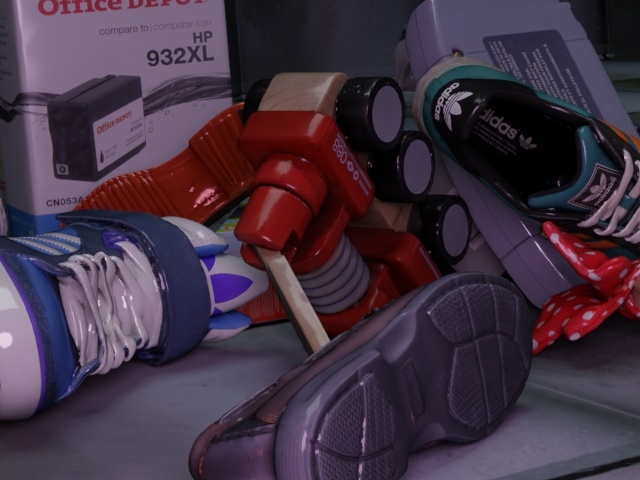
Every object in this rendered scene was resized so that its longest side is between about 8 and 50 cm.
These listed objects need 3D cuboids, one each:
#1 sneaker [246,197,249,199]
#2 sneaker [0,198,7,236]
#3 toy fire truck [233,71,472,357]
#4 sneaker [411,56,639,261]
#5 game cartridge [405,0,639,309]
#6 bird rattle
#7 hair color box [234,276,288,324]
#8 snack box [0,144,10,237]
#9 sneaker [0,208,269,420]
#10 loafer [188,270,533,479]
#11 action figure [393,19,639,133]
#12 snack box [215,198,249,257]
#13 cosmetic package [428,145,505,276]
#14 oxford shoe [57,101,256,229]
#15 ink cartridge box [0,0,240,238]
[{"bbox_3d":[0.011,-0.054,1.984,0.235,0.090,0.095,6,1,31],"label":"sneaker"},{"bbox_3d":[-0.454,0.031,1.433,0.366,0.137,0.210,-12,15,28],"label":"sneaker"},{"bbox_3d":[0.013,0.021,1.310,0.159,0.217,0.246,4,54,34],"label":"toy fire truck"},{"bbox_3d":[0.212,-0.041,1.356,0.302,0.108,0.121,25,12,-14],"label":"sneaker"},{"bbox_3d":[0.193,-0.083,1.506,0.198,0.297,0.062,-12,-20,-34],"label":"game cartridge"},{"bbox_3d":[0.289,0.043,1.287,0.254,0.143,0.207,-13,-10,39],"label":"bird rattle"},{"bbox_3d":[-0.050,0.044,1.497,0.141,0.043,0.072,-7,10,-24],"label":"hair color box"},{"bbox_3d":[-0.341,-0.092,1.982,0.060,0.187,0.322,-7,11,-21],"label":"snack box"},{"bbox_3d":[-0.148,0.039,1.288,0.236,0.130,0.323,-12,5,-13],"label":"sneaker"},{"bbox_3d":[0.033,0.086,1.053,0.095,0.109,0.302,-3,12,31],"label":"loafer"},{"bbox_3d":[0.191,-0.150,2.112,0.341,0.178,0.330,28,8,30],"label":"action figure"},{"bbox_3d":[0.000,0.000,1.656,0.175,0.070,0.207,-4,8,6],"label":"snack box"},{"bbox_3d":[0.141,-0.045,1.629,0.107,0.127,0.238,-46,5,14],"label":"cosmetic package"},{"bbox_3d":[-0.140,-0.031,1.679,0.271,0.097,0.098,-31,-12,5],"label":"oxford shoe"},{"bbox_3d":[-0.211,-0.128,1.783,0.223,0.307,0.129,-8,10,-21],"label":"ink cartridge box"}]
